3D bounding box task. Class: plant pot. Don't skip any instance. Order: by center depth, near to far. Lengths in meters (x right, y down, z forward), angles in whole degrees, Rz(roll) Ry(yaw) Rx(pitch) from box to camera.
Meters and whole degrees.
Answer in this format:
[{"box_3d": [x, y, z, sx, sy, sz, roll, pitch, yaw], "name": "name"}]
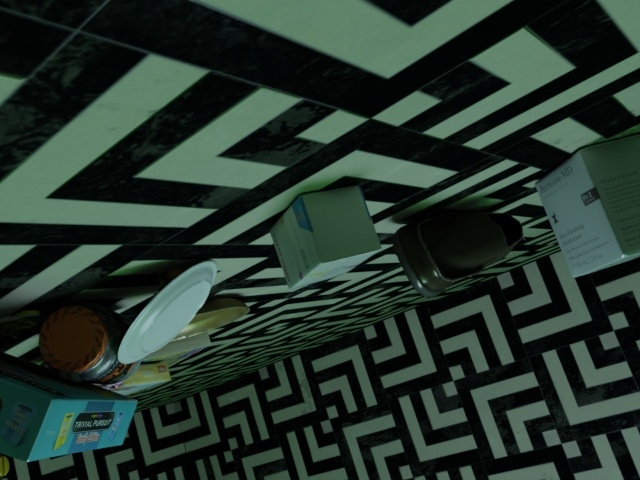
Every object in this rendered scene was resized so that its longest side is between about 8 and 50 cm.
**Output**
[{"box_3d": [-0.257, 0.158, 1.330, 0.236, 0.032, 0.236, -17, 167, -4], "name": "plant pot"}]

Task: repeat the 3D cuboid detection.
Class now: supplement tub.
[{"box_3d": [-0.344, 0.157, 1.014, 0.116, 0.117, 0.190, -17, 168, -4], "name": "supplement tub"}]

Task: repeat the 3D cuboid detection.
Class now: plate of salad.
[{"box_3d": [-0.231, 0.101, 1.001, 0.200, 0.048, 0.200, -48, 169, -12], "name": "plate of salad"}]

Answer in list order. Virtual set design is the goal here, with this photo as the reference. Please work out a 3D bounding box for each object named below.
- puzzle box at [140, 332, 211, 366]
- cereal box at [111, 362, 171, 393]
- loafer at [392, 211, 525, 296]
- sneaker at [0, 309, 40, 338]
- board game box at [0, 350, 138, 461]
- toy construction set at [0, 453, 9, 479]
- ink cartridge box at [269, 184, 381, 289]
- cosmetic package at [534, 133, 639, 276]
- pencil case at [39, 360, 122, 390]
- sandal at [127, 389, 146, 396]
[{"box_3d": [-0.473, 0.301, 1.585, 0.272, 0.052, 0.409, -8, 163, -42], "name": "puzzle box"}, {"box_3d": [-0.471, 0.323, 1.456, 0.240, 0.047, 0.173, -23, 166, 16], "name": "cereal box"}, {"box_3d": [0.254, -0.004, 1.191, 0.130, 0.134, 0.366, -33, 171, 35], "name": "loafer"}, {"box_3d": [-0.429, 0.122, 0.933, 0.083, 0.035, 0.031, -19, 166, 4], "name": "sneaker"}, {"box_3d": [-0.428, 0.215, 0.929, 0.253, 0.079, 0.336, 17, 167, 6], "name": "board game box"}, {"box_3d": [-0.677, 0.385, 1.233, 0.257, 0.237, 0.309, -14, 167, -16], "name": "toy construction set"}, {"box_3d": [0.000, 0.000, 0.894, 0.089, 0.092, 0.143, -13, 167, -26], "name": "ink cartridge box"}, {"box_3d": [0.487, -0.057, 1.121, 0.151, 0.184, 0.151, -15, 167, -16], "name": "cosmetic package"}, {"box_3d": [-0.441, 0.243, 1.235, 0.124, 0.124, 0.284, -7, 164, -41], "name": "pencil case"}, {"box_3d": [-0.525, 0.390, 1.626, 0.219, 0.060, 0.090, -7, 163, -43], "name": "sandal"}]
